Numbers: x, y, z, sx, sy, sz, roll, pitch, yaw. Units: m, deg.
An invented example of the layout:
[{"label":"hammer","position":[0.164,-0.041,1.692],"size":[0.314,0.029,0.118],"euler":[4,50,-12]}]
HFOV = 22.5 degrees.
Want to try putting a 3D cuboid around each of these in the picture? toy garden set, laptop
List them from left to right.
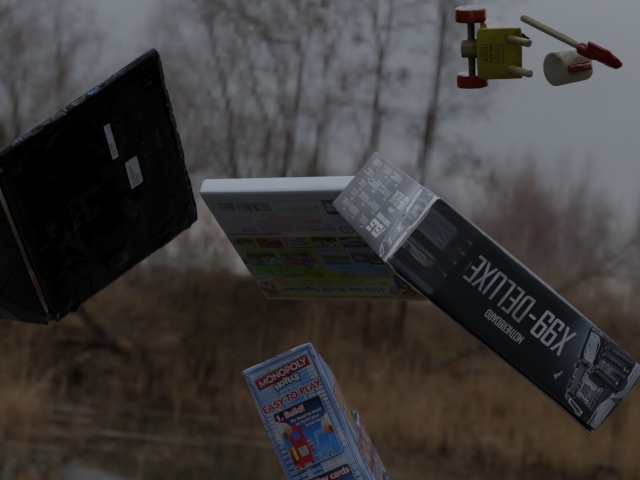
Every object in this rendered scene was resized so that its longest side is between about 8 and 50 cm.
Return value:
[{"label":"laptop","position":[-0.260,-0.049,1.387],"size":[0.136,0.264,0.234],"euler":[42,-22,29]},{"label":"toy garden set","position":[0.178,-0.212,1.277],"size":[0.049,0.203,0.244],"euler":[-13,19,-29]}]

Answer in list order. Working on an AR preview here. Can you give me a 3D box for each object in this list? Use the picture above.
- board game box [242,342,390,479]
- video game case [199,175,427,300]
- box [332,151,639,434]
[{"label":"board game box","position":[0.010,0.167,1.229],"size":[0.060,0.194,0.194],"euler":[-24,4,5]},{"label":"video game case","position":[0.000,0.000,1.856],"size":[0.227,0.026,0.206],"euler":[-1,-39,27]},{"label":"box","position":[0.144,0.037,1.488],"size":[0.242,0.076,0.307],"euler":[39,3,-14]}]
